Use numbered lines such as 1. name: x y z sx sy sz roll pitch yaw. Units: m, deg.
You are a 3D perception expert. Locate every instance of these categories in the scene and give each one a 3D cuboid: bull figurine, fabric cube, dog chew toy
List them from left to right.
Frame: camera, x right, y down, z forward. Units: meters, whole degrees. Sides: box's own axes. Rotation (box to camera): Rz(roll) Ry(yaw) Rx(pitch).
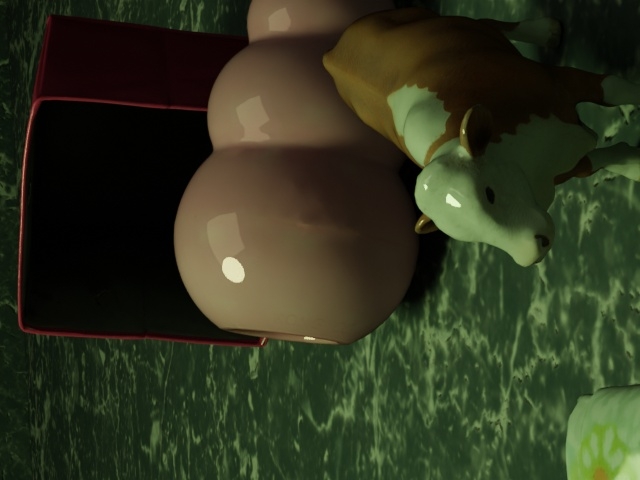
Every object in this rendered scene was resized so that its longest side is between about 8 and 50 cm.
1. fabric cube: -0.173 -0.067 1.563 0.258 0.259 0.254 -106 23 -63
2. dog chew toy: -0.011 -0.082 1.280 0.206 0.206 0.332 166 111 -69
3. bull figurine: 0.109 -0.080 0.947 0.310 0.188 0.101 -126 41 -59

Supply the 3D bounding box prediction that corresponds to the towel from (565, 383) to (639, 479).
1. towel: 0.250 0.201 0.570 0.374 0.090 0.320 -13 89 59
